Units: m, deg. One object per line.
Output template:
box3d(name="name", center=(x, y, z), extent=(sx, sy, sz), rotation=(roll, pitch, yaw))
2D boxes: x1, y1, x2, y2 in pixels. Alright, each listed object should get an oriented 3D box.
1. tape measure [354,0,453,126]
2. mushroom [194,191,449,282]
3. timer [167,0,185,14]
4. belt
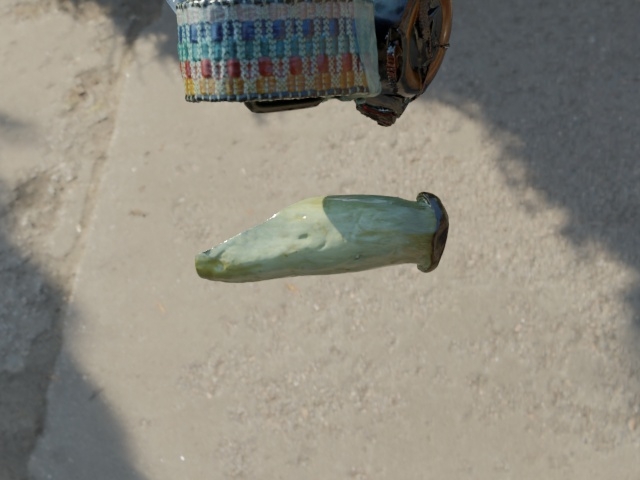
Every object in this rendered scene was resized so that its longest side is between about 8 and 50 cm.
box3d(name="tape measure", center=(0.115, -0.303, 1.322), extent=(0.135, 0.223, 0.202), rotation=(20, 63, 23))
box3d(name="mushroom", center=(0.000, -0.004, 1.174), extent=(0.333, 0.087, 0.107), rotation=(-4, 86, 10))
box3d(name="timer", center=(-0.108, -0.384, 1.267), extent=(0.255, 0.175, 0.175), rotation=(-18, 46, -28))
box3d(name="belt", center=(-0.048, -0.234, 1.101), extent=(0.257, 0.150, 0.207), rotation=(-12, 17, -33))
